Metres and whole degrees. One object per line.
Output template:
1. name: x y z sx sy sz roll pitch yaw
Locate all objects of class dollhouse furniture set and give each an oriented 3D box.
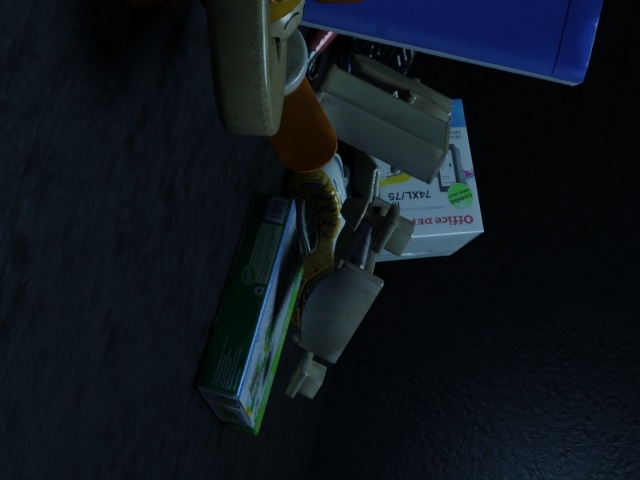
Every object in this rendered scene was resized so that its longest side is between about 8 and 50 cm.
1. dollhouse furniture set: 0.009 -0.032 1.122 0.356 0.173 0.303 -61 -176 30

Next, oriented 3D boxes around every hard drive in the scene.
1. hard drive: 0.107 -0.281 0.783 0.040 0.318 0.210 -111 -147 -85

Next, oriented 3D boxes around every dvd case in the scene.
1. dvd case: 0.071 -0.417 1.488 0.180 0.022 0.253 95 10 -47

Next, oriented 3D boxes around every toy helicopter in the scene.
1. toy helicopter: -0.035 -0.211 0.601 0.235 0.140 0.355 85 6 -49

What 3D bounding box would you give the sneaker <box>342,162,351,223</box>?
1. sneaker: 0.043 -0.036 1.544 0.300 0.121 0.111 91 13 -59

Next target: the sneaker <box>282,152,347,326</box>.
1. sneaker: 0.000 0.000 1.309 0.131 0.111 0.297 -69 170 -53

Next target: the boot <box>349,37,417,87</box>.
1. boot: 0.154 -0.432 1.365 0.348 0.131 0.260 -60 -178 35

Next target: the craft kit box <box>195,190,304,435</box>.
1. craft kit box: -0.080 0.101 1.086 0.247 0.060 0.250 80 23 -66

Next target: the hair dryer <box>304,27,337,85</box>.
1. hair dryer: 0.047 -0.286 0.976 0.293 0.080 0.224 125 -15 -51

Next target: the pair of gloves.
1. pair of gloves: 0.084 -0.200 1.531 0.204 0.042 0.240 -128 -140 -65

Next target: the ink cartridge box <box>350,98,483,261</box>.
1. ink cartridge box: 0.176 -0.112 1.672 0.197 0.198 0.270 128 -44 -72
